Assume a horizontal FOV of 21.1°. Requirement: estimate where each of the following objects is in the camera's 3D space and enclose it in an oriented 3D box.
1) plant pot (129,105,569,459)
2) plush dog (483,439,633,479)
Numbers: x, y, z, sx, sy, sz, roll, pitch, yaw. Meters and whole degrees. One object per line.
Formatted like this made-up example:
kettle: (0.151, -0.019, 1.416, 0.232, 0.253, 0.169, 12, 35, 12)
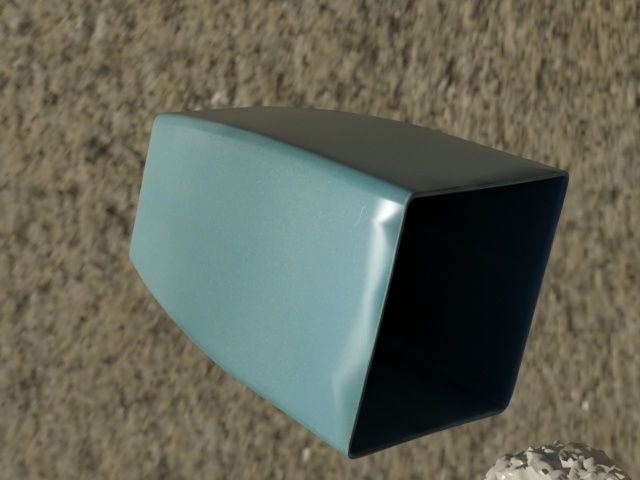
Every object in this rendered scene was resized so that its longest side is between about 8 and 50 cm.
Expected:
plant pot: (0.000, 0.000, 1.088, 0.234, 0.165, 0.165, 27, 113, 35)
plush dog: (0.089, 0.220, 0.755, 0.225, 0.262, 0.210, -41, 149, 2)
